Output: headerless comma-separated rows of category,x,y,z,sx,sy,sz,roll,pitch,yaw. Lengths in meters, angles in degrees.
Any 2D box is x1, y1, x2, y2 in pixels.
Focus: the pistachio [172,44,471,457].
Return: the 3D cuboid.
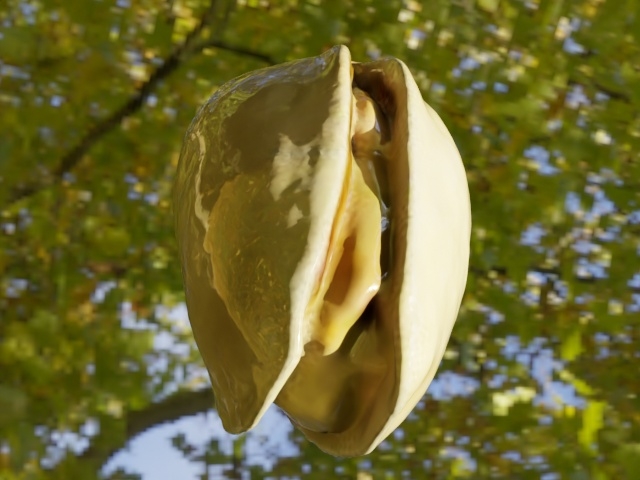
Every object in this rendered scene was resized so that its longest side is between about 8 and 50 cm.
pistachio,0.000,0.000,0.748,0.223,0.126,0.152,-102,-148,-61
